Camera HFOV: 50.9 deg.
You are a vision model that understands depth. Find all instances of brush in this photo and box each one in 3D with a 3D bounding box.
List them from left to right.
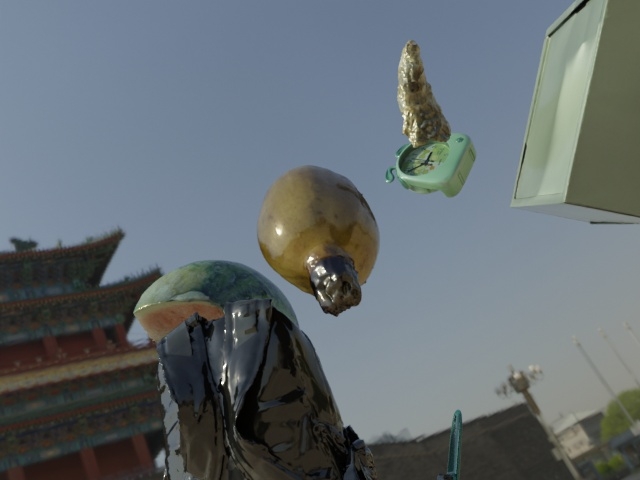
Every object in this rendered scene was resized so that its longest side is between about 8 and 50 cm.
[{"bbox_3d":[0.215,0.381,1.133,0.032,0.194,0.043,12,-20,-11],"label":"brush"}]

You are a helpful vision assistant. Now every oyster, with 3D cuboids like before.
[{"bbox_3d":[0.173,-0.258,1.210,0.106,0.200,0.061,-30,-10,-10],"label":"oyster"}]

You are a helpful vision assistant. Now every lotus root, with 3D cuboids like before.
[{"bbox_3d":[0.000,0.000,0.964,0.182,0.310,0.183,-3,-65,-6],"label":"lotus root"}]

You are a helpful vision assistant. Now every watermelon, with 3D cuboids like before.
[{"bbox_3d":[-0.186,0.127,1.300,0.304,0.180,0.224,2,17,8],"label":"watermelon"}]

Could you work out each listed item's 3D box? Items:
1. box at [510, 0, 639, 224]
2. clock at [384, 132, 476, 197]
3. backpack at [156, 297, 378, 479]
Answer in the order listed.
[{"bbox_3d":[0.307,-0.135,0.719,0.117,0.225,0.225,11,3,3],"label":"box"},{"bbox_3d":[0.235,-0.166,1.464,0.148,0.188,0.060,-60,-44,-24],"label":"clock"},{"bbox_3d":[-0.109,0.317,1.036,0.363,0.446,0.255,-24,-19,15],"label":"backpack"}]
